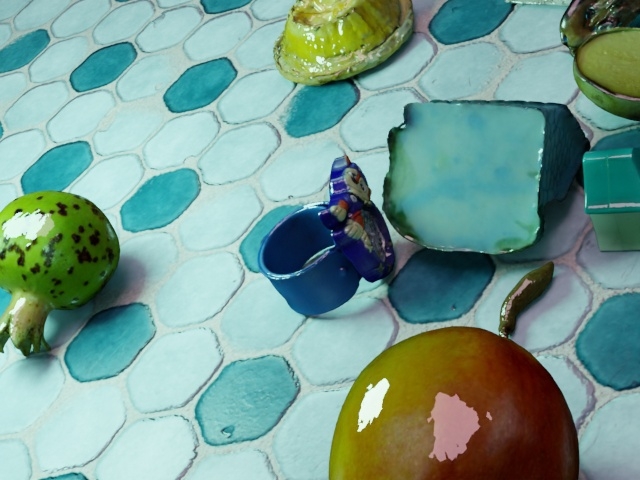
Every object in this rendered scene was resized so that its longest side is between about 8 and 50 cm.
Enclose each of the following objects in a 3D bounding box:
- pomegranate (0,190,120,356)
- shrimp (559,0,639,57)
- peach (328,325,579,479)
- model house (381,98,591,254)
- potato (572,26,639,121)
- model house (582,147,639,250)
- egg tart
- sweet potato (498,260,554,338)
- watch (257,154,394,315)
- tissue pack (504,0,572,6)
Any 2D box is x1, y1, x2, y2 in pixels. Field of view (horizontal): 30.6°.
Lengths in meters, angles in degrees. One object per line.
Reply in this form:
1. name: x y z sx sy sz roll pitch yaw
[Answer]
1. pomegranate: -0.460 0.055 2.037 0.231 0.231 0.285 -14 71 16
2. shrimp: 0.591 -0.488 2.050 0.446 0.110 0.221 -39 -3 -5
3. peach: 0.153 0.271 1.373 0.308 0.307 0.332 -6 49 24
4. model house: 0.265 -0.111 1.831 0.261 0.225 0.241 7 13 30
5. potato: 0.535 -0.243 1.846 0.272 0.111 0.160 8 58 18
6. model house: 0.443 -0.075 1.689 0.101 0.149 0.127 -4 46 30
7. egg tart: 0.035 -0.435 2.328 0.315 0.120 0.315 -16 41 15
8. sweet potato: 0.291 0.084 1.691 0.153 0.038 0.041 -51 22 -23
9. watch: 0.003 0.009 1.853 0.200 0.171 0.196 -26 26 20
10. tissue pack: 0.468 -0.545 2.237 0.173 0.073 0.235 11 53 37
